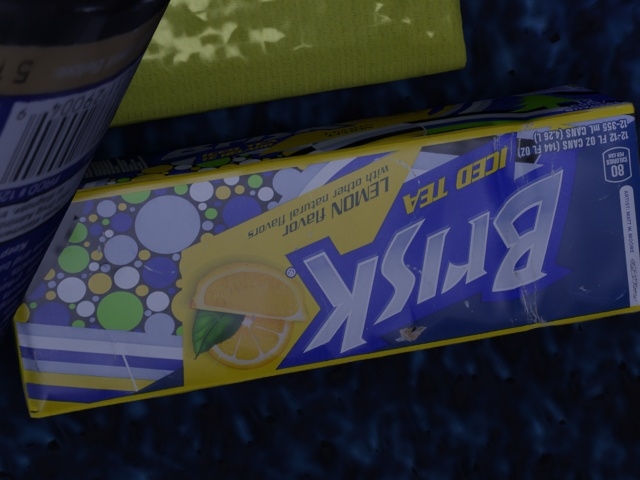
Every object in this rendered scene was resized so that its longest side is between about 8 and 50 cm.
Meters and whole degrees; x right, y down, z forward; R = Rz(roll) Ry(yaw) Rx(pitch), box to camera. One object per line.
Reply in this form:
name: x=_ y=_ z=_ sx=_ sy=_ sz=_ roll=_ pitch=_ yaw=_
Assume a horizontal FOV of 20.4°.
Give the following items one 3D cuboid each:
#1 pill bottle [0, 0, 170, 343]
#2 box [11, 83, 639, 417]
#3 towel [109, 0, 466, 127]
pill bottle: x=-0.122 y=-0.010 z=0.388 sx=0.123 sy=0.123 sz=0.219 roll=22 pitch=123 yaw=-14
box: x=0.000 y=0.000 z=0.479 sx=0.169 sy=0.054 sz=0.059 roll=-9 pitch=102 yaw=-8
towel: x=-0.081 y=-0.075 z=0.469 sx=0.237 sy=0.021 sz=0.102 roll=-10 pitch=108 yaw=-9
